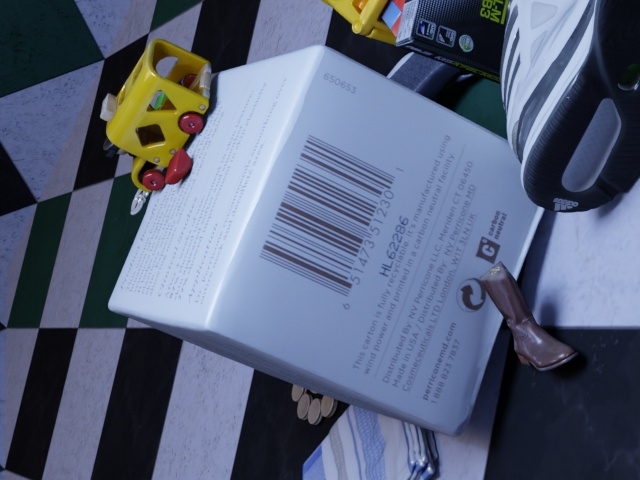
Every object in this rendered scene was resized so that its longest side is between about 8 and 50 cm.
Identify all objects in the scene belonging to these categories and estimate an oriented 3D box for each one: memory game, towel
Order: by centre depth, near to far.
[{"bbox_3d":[0.052,0.281,1.763,0.285,0.034,0.209,-55,29,36],"label":"towel"},{"bbox_3d":[0.006,0.167,1.960,0.186,0.012,0.186,-46,35,47],"label":"memory game"}]

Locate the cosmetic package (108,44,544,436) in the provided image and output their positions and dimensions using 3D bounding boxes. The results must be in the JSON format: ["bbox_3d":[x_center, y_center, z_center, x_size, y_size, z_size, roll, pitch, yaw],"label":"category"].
[{"bbox_3d":[0.000,0.000,1.639,0.394,0.327,0.329,4,72,67],"label":"cosmetic package"}]

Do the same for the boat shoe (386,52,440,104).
[{"bbox_3d":[0.097,-0.169,1.907,0.183,0.065,0.083,-51,33,40],"label":"boat shoe"}]

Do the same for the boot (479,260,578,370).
[{"bbox_3d":[0.213,0.076,1.457,0.114,0.037,0.106,66,157,-7],"label":"boot"}]

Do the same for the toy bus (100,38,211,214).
[{"bbox_3d":[-0.213,-0.146,1.702,0.191,0.104,0.202,-6,62,67],"label":"toy bus"}]

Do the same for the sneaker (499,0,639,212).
[{"bbox_3d":[0.295,-0.272,1.412,0.447,0.169,0.257,-61,28,31],"label":"sneaker"}]

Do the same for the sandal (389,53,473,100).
[{"bbox_3d":[0.171,-0.236,1.780,0.254,0.054,0.097,-40,38,36],"label":"sandal"}]

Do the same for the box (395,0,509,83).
[{"bbox_3d":[0.192,-0.289,1.632,0.045,0.184,0.190,-8,68,67],"label":"box"}]

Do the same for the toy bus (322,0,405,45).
[{"bbox_3d":[0.117,-0.369,1.917,0.220,0.149,0.211,-59,41,25],"label":"toy bus"}]
